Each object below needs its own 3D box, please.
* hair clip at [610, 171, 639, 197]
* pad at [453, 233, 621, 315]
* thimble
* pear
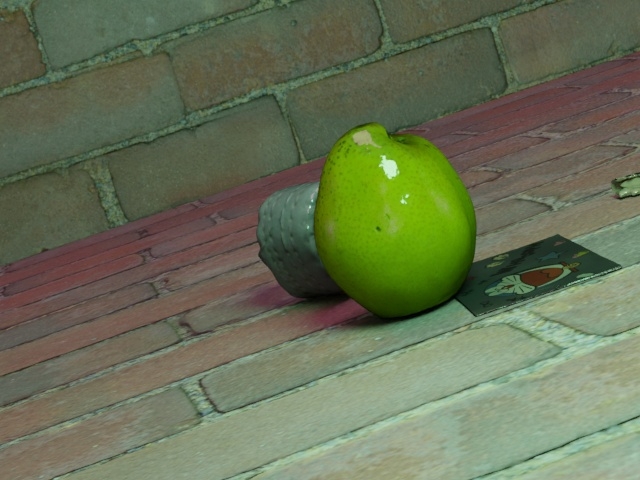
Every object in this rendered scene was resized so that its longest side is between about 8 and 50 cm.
[{"bbox_3d":[0.459,-0.080,1.660,0.072,0.034,0.226,-19,7,-29],"label":"hair clip"},{"bbox_3d":[0.226,0.036,1.505,0.170,0.006,0.245,-19,10,-2],"label":"pad"},{"bbox_3d":[0.000,-0.003,1.693,0.118,0.151,0.127,-6,27,49],"label":"thimble"},{"bbox_3d":[0.083,-0.028,1.482,0.187,0.219,0.187,-15,11,3],"label":"pear"}]
